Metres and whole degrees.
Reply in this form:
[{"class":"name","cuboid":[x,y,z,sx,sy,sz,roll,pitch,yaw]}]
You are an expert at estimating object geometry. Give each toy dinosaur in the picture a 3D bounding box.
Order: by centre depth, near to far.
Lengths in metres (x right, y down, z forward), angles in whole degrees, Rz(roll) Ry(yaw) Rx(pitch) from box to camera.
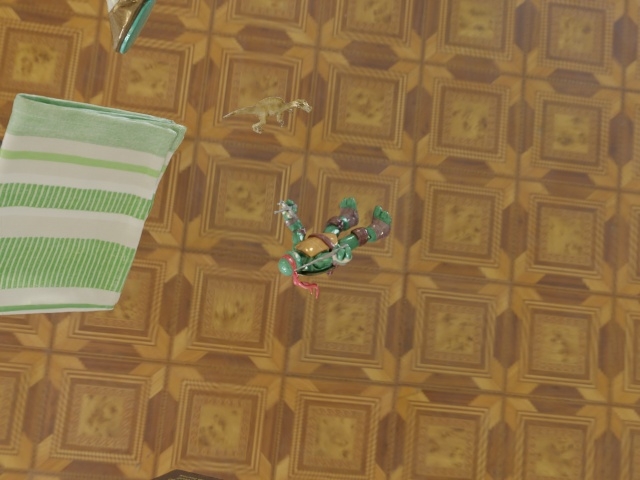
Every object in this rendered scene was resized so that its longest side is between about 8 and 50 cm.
[{"class":"toy dinosaur","cuboid":[-0.113,-0.258,1.508,0.183,0.093,0.053,-10,71,-17]}]

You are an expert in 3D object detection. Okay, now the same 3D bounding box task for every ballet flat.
[{"class":"ballet flat","cuboid":[-0.377,-0.545,1.575,0.124,0.342,0.116,37,37,-14]}]

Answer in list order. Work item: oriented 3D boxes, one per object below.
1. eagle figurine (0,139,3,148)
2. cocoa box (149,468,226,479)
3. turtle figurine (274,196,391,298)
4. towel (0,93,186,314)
[{"class":"eagle figurine","cuboid":[-0.521,-0.064,1.337,0.298,0.225,0.226,3,91,28]},{"class":"cocoa box","cuboid":[-0.038,0.343,0.586,0.347,0.228,0.232,5,90,21]},{"class":"turtle figurine","cuboid":[0.000,0.000,1.253,0.175,0.118,0.234,37,44,28]},{"class":"towel","cuboid":[-0.339,-0.033,1.045,0.038,0.247,0.325,43,117,35]}]
